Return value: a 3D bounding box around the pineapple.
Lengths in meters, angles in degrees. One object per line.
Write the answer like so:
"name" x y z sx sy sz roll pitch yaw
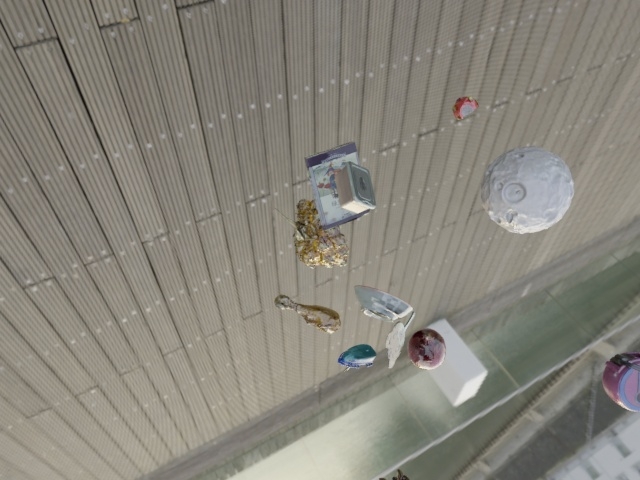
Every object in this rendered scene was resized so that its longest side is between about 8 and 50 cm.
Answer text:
"pineapple" -0.004 0.004 1.842 0.158 0.161 0.335 -34 122 -22

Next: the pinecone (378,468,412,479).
"pinecone" 0.282 0.965 1.698 0.384 0.384 0.385 -23 145 -18

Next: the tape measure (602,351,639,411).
"tape measure" 0.662 0.293 1.108 0.125 0.074 0.118 3 96 -1

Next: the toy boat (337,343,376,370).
"toy boat" 0.119 0.443 1.937 0.175 0.091 0.110 3 126 -46

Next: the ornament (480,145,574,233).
"ornament" 0.780 -0.190 2.013 0.337 0.337 0.337 -23 145 -18

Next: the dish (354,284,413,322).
"dish" 0.244 0.275 2.173 0.085 0.260 0.260 -66 149 -15

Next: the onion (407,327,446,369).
"onion" 0.415 0.409 2.055 0.159 0.159 0.195 -26 144 -15

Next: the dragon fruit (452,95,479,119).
"dragon fruit" 0.445 -0.418 1.639 0.083 0.060 0.056 -32 -177 15

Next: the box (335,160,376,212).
"box" 0.088 -0.133 1.366 0.062 0.122 0.089 -28 150 37

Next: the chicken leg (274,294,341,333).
"chicken leg" -0.044 0.253 1.873 0.107 0.251 0.087 139 -26 -72

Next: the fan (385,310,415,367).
"fan" 0.284 0.330 1.860 0.227 0.008 0.153 -46 135 -40

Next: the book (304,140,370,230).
"book" 0.054 -0.158 1.556 0.157 0.026 0.231 -21 114 -14
